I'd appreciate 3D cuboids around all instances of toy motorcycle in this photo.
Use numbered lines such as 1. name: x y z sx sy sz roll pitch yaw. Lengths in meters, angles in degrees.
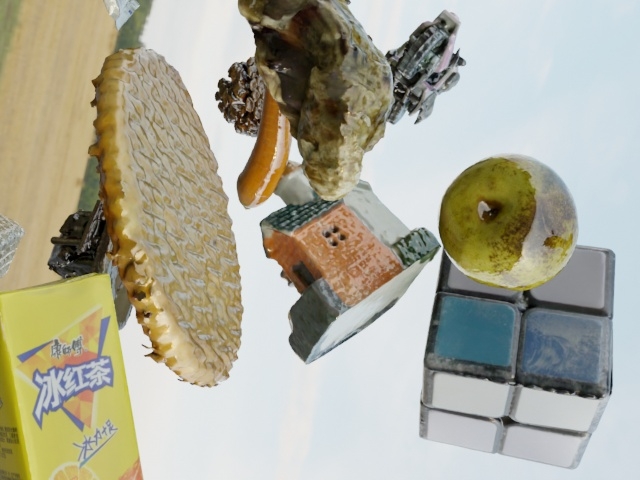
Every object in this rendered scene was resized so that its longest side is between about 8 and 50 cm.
1. toy motorcycle: 0.194 -0.332 1.572 0.188 0.143 0.327 -48 174 -11

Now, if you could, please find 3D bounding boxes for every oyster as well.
1. oyster: -0.015 -0.197 1.010 0.166 0.294 0.094 -32 -173 27

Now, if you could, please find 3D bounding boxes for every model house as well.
1. model house: -0.345 0.045 1.218 0.141 0.164 0.203 65 35 -55
2. model house: 0.000 0.000 1.366 0.301 0.271 0.190 51 -35 10

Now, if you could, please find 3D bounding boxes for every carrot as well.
1. carrot: -0.069 -0.154 1.219 0.066 0.062 0.271 -114 -145 -48

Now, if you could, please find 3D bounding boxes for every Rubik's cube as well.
1. Rubik's cube: 0.359 0.201 1.570 0.313 0.316 0.318 83 20 -51

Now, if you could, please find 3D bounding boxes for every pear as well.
1. pear: 0.269 -0.022 1.205 0.197 0.197 0.197 -168 -90 -74

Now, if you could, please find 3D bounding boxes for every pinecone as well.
1. pinecone: -0.127 -0.275 1.623 0.173 0.174 0.173 -168 -90 -74

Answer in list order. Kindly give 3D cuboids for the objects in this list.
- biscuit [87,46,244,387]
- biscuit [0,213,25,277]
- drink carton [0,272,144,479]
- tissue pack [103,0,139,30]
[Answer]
1. biscuit: -0.106 -0.017 0.612 0.254 0.035 0.254 -12 90 -82
2. biscuit: -0.380 0.025 0.761 0.078 0.144 0.426 -64 -171 8
3. drink carton: -0.320 0.225 1.050 0.111 0.155 0.351 -7 -87 47
4. tissue pack: -0.331 -0.437 1.314 0.122 0.026 0.193 -83 160 -56
